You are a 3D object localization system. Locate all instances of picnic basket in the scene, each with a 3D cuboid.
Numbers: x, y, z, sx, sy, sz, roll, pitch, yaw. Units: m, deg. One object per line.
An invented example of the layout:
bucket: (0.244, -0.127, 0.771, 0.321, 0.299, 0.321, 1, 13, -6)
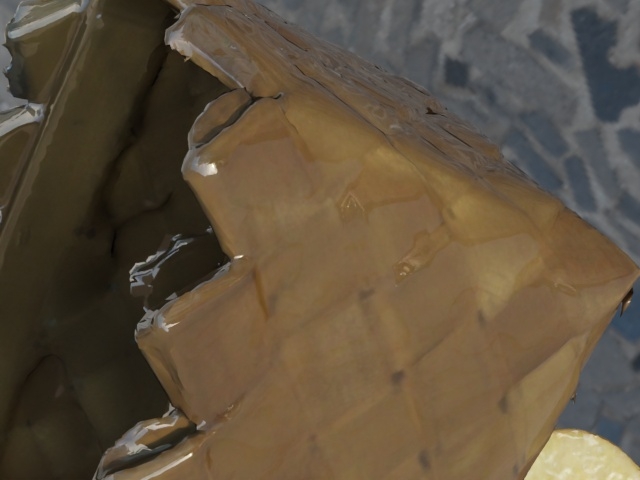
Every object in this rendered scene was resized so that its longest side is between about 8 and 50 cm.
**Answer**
picnic basket: (-0.097, 0.036, 0.458, 0.291, 0.321, 0.254, -67, 29, 17)

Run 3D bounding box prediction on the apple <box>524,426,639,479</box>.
apple: (0.214, 0.345, 1.295, 0.252, 0.309, 0.314, 29, 168, -28)
